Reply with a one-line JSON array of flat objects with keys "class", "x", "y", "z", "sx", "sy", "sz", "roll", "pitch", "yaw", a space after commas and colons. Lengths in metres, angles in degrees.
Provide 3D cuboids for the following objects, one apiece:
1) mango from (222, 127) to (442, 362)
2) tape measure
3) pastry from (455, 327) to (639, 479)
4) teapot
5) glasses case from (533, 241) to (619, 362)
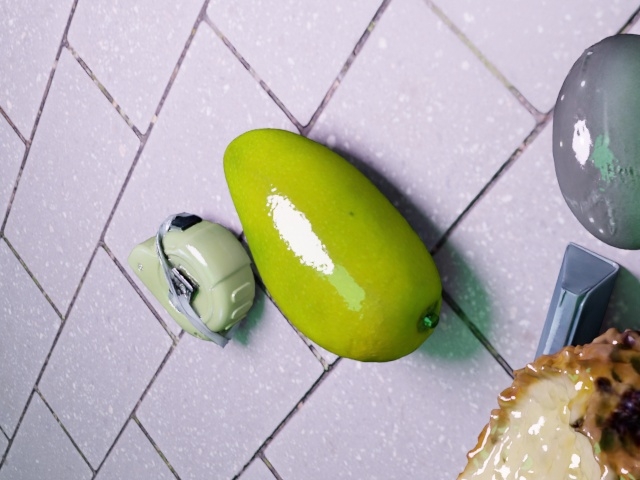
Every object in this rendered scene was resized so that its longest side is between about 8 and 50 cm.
[{"class": "mango", "x": 0.000, "y": 0.000, "z": 1.101, "sx": 0.343, "sy": 0.156, "sz": 0.192, "roll": 50, "pitch": 126, "yaw": 20}, {"class": "tape measure", "x": -0.177, "y": 0.053, "z": 1.326, "sx": 0.200, "sy": 0.106, "sz": 0.175, "roll": 52, "pitch": 139, "yaw": 11}, {"class": "pastry", "x": 0.288, "y": 0.287, "z": 0.840, "sx": 0.337, "sy": 0.292, "sz": 0.405, "roll": 24, "pitch": 108, "yaw": -15}, {"class": "teapot", "x": 0.324, "y": -0.085, "z": 0.750, "sx": 0.250, "sy": 0.183, "sz": 0.184, "roll": -2, "pitch": 107, "yaw": 32}, {"class": "glasses case", "x": 0.251, "y": 0.144, "z": 0.980, "sx": 0.056, "sy": 0.105, "sz": 0.266, "roll": 13, "pitch": 121, "yaw": 10}]
